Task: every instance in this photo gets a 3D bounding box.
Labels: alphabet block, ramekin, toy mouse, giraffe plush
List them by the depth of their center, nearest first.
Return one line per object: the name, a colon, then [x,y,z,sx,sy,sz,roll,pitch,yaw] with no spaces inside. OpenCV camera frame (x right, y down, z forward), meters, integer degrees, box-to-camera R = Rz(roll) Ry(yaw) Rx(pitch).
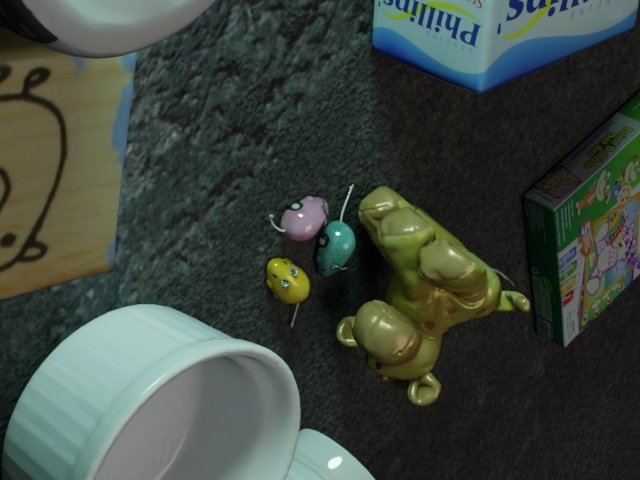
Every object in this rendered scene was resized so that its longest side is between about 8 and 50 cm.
alphabet block: [-0.269,-0.075,1.090,0.197,0.193,0.192,-17,124,-44]
ramekin: [-0.161,0.193,1.450,0.277,0.135,0.277,-29,134,-36]
toy mouse: [0.000,0.000,1.603,0.143,0.031,0.161,-48,142,-17]
giraffe plush: [0.097,0.071,1.665,0.210,0.181,0.170,34,98,-37]

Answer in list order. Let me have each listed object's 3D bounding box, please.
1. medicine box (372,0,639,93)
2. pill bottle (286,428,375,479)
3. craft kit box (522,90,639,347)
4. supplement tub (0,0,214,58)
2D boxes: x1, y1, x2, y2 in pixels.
medicine box: [0.197,-0.327,1.527,0.263,0.149,0.289,-26,131,-39]
pill bottle: [-0.065,0.341,1.643,0.278,0.162,0.162,-45,141,-21]
craft kit box: [0.363,-0.027,2.012,0.246,0.061,0.250,-43,141,-28]
supplement tub: [-0.209,-0.251,0.919,0.207,0.338,0.207,-30,134,-36]
